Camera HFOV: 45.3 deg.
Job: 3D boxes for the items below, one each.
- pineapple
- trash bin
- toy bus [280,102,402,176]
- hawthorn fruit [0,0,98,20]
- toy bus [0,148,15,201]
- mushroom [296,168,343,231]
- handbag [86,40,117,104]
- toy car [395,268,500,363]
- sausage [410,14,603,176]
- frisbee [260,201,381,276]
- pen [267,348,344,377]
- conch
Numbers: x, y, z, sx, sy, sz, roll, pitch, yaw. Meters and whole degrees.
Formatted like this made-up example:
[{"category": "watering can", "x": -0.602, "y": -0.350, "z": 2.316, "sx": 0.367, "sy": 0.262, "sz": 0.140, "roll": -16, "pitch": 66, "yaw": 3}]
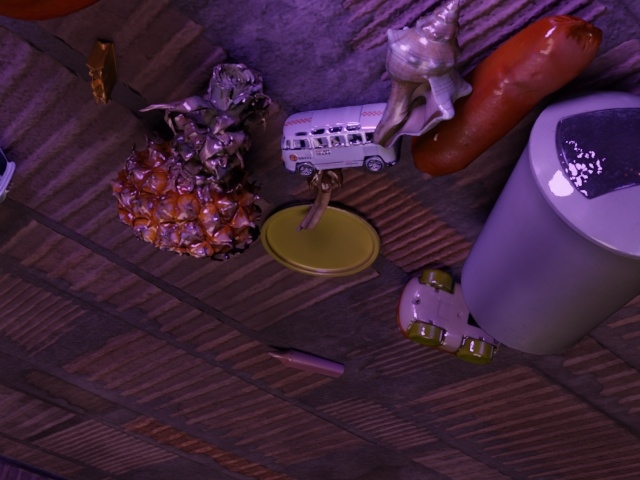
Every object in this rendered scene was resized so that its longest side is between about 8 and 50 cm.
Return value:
[{"category": "pineapple", "x": -0.169, "y": -0.147, "z": 1.170, "sx": 0.262, "sy": 0.263, "sz": 0.272, "roll": 18, "pitch": 130, "yaw": -13}, {"category": "trash bin", "x": 0.394, "y": -0.020, "z": 1.160, "sx": 0.280, "sy": 0.281, "sz": 0.432, "roll": 11, "pitch": 148, "yaw": -4}, {"category": "toy bus", "x": 0.027, "y": -0.160, "z": 1.200, "sx": 0.193, "sy": 0.087, "sz": 0.089, "roll": -3, "pitch": 136, "yaw": 17}, {"category": "hawthorn fruit", "x": -0.351, "y": -0.366, "z": 0.848, "sx": 0.287, "sy": 0.287, "sz": 0.330, "roll": 32, "pitch": 144, "yaw": -29}, {"category": "toy bus", "x": -0.674, "y": -0.098, "z": 1.388, "sx": 0.276, "sy": 0.134, "sz": 0.164, "roll": -23, "pitch": 133, "yaw": 38}, {"category": "mushroom", "x": -0.005, "y": -0.070, "z": 1.337, "sx": 0.060, "sy": 0.061, "sz": 0.187, "roll": 3, "pitch": 140, "yaw": -13}, {"category": "handbag", "x": -0.328, "y": -0.254, "z": 1.160, "sx": 0.027, "sy": 0.061, "sz": 0.083, "roll": 7, "pitch": 143, "yaw": -2}, {"category": "toy car", "x": 0.245, "y": 0.168, "z": 1.581, "sx": 0.235, "sy": 0.145, "sz": 0.235, "roll": 13, "pitch": 160, "yaw": 5}, {"category": "sausage", "x": 0.246, "y": -0.204, "z": 1.085, "sx": 0.097, "sy": 0.094, "sz": 0.348, "roll": 10, "pitch": 146, "yaw": -30}, {"category": "frisbee", "x": 0.000, "y": 0.000, "z": 1.480, "sx": 0.235, "sy": 0.017, "sz": 0.236, "roll": 6, "pitch": 145, "yaw": 4}, {"category": "pen", "x": -0.039, "y": 0.300, "z": 1.893, "sx": 0.197, "sy": 0.032, "sz": 0.053, "roll": 17, "pitch": 144, "yaw": -16}, {"category": "conch", "x": 0.151, "y": -0.219, "z": 1.045, "sx": 0.114, "sy": 0.137, "sz": 0.234, "roll": -26, "pitch": 134, "yaw": -25}]
